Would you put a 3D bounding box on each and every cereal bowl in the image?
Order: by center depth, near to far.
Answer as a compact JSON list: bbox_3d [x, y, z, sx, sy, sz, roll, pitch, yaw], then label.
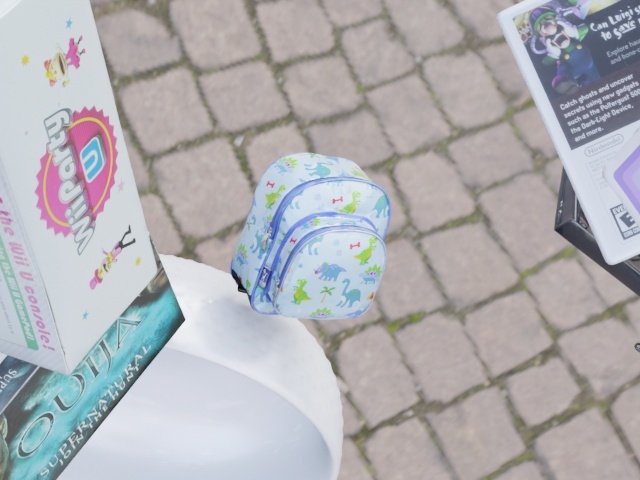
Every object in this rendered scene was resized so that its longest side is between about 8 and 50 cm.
[{"bbox_3d":[-0.144,0.114,1.198,0.339,0.339,0.141,17,52,-11],"label":"cereal bowl"}]

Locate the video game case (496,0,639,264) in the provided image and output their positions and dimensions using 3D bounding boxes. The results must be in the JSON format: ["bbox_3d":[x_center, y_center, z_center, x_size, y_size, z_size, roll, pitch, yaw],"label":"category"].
[{"bbox_3d":[0.230,-0.101,0.878,0.190,0.022,0.173,-24,93,8],"label":"video game case"}]

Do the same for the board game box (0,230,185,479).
[{"bbox_3d":[-0.163,0.088,0.929,0.026,0.126,0.186,29,68,21],"label":"board game box"}]

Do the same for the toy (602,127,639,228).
[{"bbox_3d":[0.163,-0.034,0.380,0.056,0.237,0.137,-14,63,-34],"label":"toy"}]

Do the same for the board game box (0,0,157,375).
[{"bbox_3d":[-0.259,-0.070,0.800,0.303,0.224,0.097,17,47,25],"label":"board game box"}]

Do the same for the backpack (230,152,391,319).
[{"bbox_3d":[0.000,0.000,1.041,0.105,0.114,0.084,3,25,-29],"label":"backpack"}]

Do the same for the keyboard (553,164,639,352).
[{"bbox_3d":[0.317,0.068,1.200,0.317,0.033,0.201,35,36,-16],"label":"keyboard"}]
